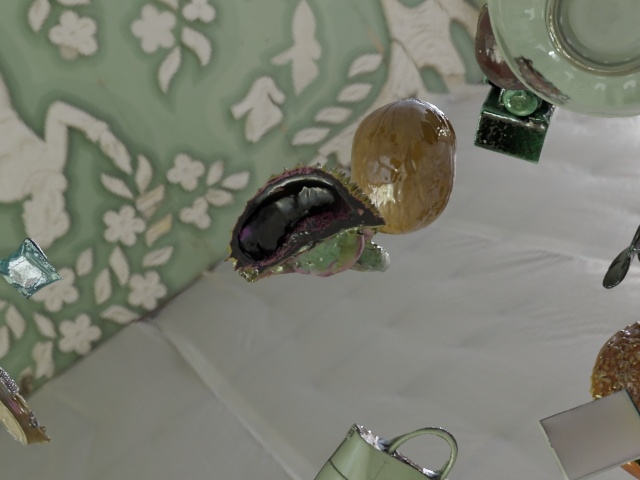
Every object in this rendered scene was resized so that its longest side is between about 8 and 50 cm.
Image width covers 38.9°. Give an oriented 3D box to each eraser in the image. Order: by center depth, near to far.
[{"bbox_3d":[0.416,0.295,1.361,0.150,0.023,0.104,-18,-121,-8],"label":"eraser"}]

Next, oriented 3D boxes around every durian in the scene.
[{"bbox_3d":[-0.010,-0.015,1.026,0.187,0.108,0.119,-24,-117,15],"label":"durian"}]

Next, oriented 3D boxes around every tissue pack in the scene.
[{"bbox_3d":[-0.464,0.045,1.438,0.138,0.085,0.028,-22,-155,47],"label":"tissue pack"}]

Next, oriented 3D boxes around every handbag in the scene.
[{"bbox_3d":[0.106,0.417,1.500,0.315,0.241,0.109,-55,-167,11],"label":"handbag"}]

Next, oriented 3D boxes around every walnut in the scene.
[{"bbox_3d":[0.123,-0.107,1.344,0.167,0.207,0.167,1,-162,0],"label":"walnut"}]

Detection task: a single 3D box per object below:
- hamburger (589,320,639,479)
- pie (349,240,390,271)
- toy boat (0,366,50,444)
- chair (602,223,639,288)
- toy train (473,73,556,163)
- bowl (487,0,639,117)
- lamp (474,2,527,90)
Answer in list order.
[{"bbox_3d":[0.608,0.278,1.568,0.291,0.225,0.291,-8,-127,10],"label":"hamburger"},{"bbox_3d":[0.000,0.000,1.468,0.240,0.240,0.054,10,-99,64],"label":"pie"},{"bbox_3d":[-0.479,0.265,1.425,0.047,0.149,0.049,-24,-165,35],"label":"toy boat"},{"bbox_3d":[0.522,0.021,1.310,0.140,0.145,0.221,-38,162,-24],"label":"chair"},{"bbox_3d":[0.376,-0.291,1.657,0.167,0.238,0.299,19,-136,14],"label":"toy train"},{"bbox_3d":[0.358,-0.291,1.099,0.337,0.337,0.157,-21,-165,27],"label":"bowl"},{"bbox_3d":[0.285,-0.300,1.318,0.135,0.156,0.157,28,-117,39],"label":"lamp"}]
